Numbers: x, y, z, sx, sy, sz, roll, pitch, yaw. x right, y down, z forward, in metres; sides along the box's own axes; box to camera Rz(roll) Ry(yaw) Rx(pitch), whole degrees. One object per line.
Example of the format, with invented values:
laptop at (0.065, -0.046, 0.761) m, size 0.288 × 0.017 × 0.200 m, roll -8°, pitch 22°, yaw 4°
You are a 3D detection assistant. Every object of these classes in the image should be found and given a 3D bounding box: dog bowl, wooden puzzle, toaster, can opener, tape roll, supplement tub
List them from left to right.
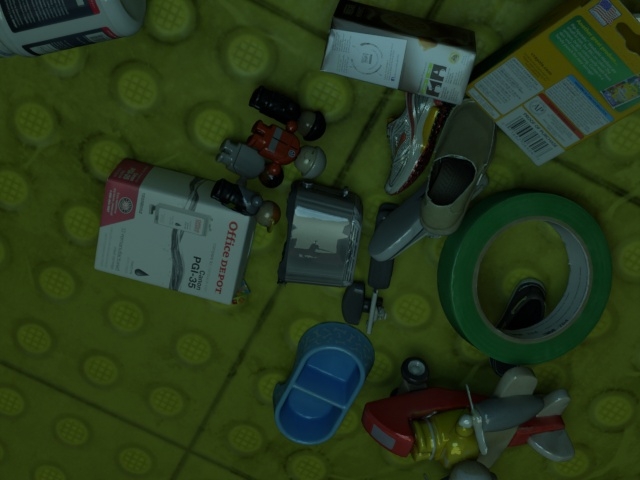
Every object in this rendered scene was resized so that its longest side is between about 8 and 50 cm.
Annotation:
supplement tub at (-0.456, -0.422, 1.599) m, size 0.272 × 0.191 × 0.191 m, roll -9°, pitch 115°, yaw 11°
wooden puzzle at (-0.176, 0.095, 1.920) m, size 0.049 × 0.006 × 0.083 m, roll -20°, pitch 112°, yaw 16°
dog bowl at (0.000, 0.311, 1.966) m, size 0.165 × 0.074 × 0.297 m, roll 25°, pitch 116°, yaw -5°
toaster at (0.000, 0.000, 1.779) m, size 0.146 × 0.129 × 0.227 m, roll 9°, pitch 110°, yaw 1°
can opener at (0.102, 0.061, 1.828) m, size 0.093 × 0.074 × 0.280 m, roll 12°, pitch 117°, yaw 2°
tape roll at (0.377, 0.066, 1.719) m, size 0.321 × 0.077 × 0.321 m, roll -2°, pitch 99°, yaw -13°

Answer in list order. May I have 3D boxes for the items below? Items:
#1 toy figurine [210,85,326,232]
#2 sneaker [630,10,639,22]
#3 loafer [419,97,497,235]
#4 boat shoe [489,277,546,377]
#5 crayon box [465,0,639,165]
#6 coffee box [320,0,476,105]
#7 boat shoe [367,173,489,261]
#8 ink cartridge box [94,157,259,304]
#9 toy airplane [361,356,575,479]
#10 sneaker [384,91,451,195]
toy figurine at (-0.089, -0.147, 1.679) m, size 0.148 × 0.213 × 0.209 m, roll 25°, pitch 119°, yaw -20°
sneaker at (0.562, -0.300, 1.561) m, size 0.292 × 0.108 × 0.169 m, roll 3°, pitch 107°, yaw 6°
loafer at (0.247, -0.139, 1.629) m, size 0.101 × 0.092 × 0.269 m, roll 16°, pitch 74°, yaw 9°
boat shoe at (0.390, 0.186, 1.854) m, size 0.081 × 0.069 × 0.228 m, roll 13°, pitch 117°, yaw 1°
crayon box at (0.423, -0.278, 1.544) m, size 0.203 × 0.083 × 0.323 m, roll 43°, pitch 141°, yaw -13°
coffee box at (0.135, -0.326, 1.596) m, size 0.246 × 0.141 × 0.098 m, roll 14°, pitch 117°, yaw 0°
boat shoe at (0.204, -0.047, 1.718) m, size 0.267 × 0.096 × 0.088 m, roll -47°, pitch 117°, yaw -9°
ink cartridge box at (-0.277, -0.018, 1.814) m, size 0.283 × 0.117 × 0.207 m, roll 15°, pitch 115°, yaw 1°
toy airplane at (0.322, 0.404, 1.855) m, size 0.384 × 0.272 × 0.386 m, roll -23°, pitch 130°, yaw 30°
sneaker at (0.162, -0.186, 1.705) m, size 0.092 × 0.088 × 0.225 m, roll 28°, pitch 118°, yaw 16°
